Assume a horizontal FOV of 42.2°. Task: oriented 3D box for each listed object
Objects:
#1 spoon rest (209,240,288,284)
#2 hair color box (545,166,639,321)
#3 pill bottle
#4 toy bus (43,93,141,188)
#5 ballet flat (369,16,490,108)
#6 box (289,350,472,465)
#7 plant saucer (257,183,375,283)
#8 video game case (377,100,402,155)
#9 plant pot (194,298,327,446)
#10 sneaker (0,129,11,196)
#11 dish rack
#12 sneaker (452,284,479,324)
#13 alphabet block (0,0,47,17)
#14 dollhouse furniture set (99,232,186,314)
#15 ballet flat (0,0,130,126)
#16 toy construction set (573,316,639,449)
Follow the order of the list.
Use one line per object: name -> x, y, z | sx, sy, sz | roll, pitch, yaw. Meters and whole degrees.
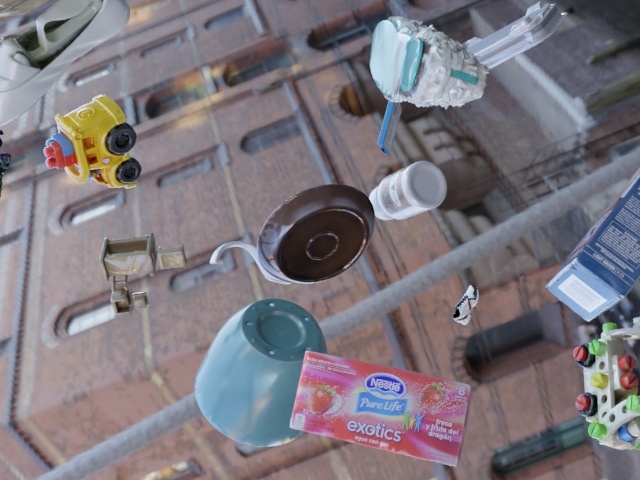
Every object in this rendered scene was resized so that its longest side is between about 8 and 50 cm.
spoon rest -> -0.171, 0.062, 2.363 | 0.137, 0.276, 0.084 | -9, 66, 66
hair color box -> 0.556, -0.033, 1.460 | 0.105, 0.347, 0.174 | 40, 164, 10
pill bottle -> 0.230, -0.127, 2.256 | 0.229, 0.131, 0.131 | -23, 89, 62
toy bus -> -0.557, -0.208, 1.986 | 0.149, 0.211, 0.220 | 38, 144, 36
ballet flat -> 0.175, -0.283, 1.366 | 0.409, 0.147, 0.147 | -107, -4, -69
box -> 0.115, 0.298, 1.492 | 0.154, 0.300, 0.142 | 41, -120, -74
plant saucer -> 0.000, 0.000, 2.016 | 0.050, 0.311, 0.310 | 59, 174, 44
video game case -> 0.162, -0.266, 1.928 | 0.166, 0.015, 0.119 | 14, -89, -80
plant pot -> -0.117, 0.271, 1.860 | 0.293, 0.293, 0.235 | -111, 32, -42
sneaker -> -0.705, -0.140, 1.765 | 0.083, 0.098, 0.223 | 67, 180, -66
dish rack -> 0.471, -0.521, 2.189 | 0.072, 0.333, 0.285 | 58, -144, -12
sneaker -> 0.379, 0.166, 2.164 | 0.040, 0.044, 0.109 | 25, 98, 65
alphabet block -> -0.644, -0.539, 1.598 | 0.197, 0.193, 0.192 | -29, -73, -46
dollhouse furniture set -> -0.386, 0.071, 1.872 | 0.101, 0.182, 0.161 | -98, 3, -56
ballet flat -> -0.556, -0.382, 1.633 | 0.139, 0.400, 0.139 | 47, 170, 11
toy construction set -> 0.595, 0.262, 1.576 | 0.215, 0.151, 0.327 | -40, 22, 55
